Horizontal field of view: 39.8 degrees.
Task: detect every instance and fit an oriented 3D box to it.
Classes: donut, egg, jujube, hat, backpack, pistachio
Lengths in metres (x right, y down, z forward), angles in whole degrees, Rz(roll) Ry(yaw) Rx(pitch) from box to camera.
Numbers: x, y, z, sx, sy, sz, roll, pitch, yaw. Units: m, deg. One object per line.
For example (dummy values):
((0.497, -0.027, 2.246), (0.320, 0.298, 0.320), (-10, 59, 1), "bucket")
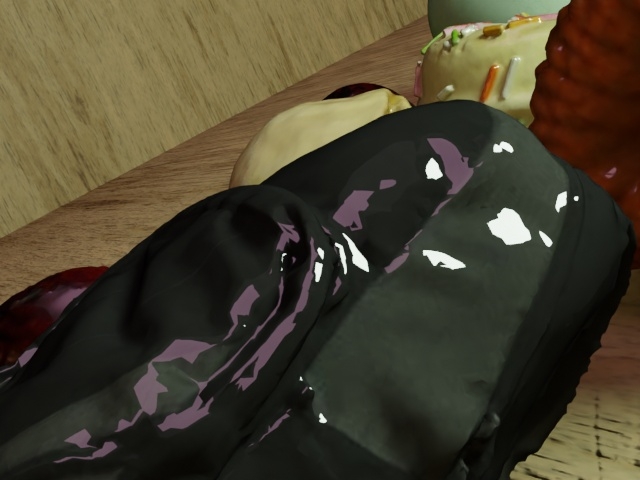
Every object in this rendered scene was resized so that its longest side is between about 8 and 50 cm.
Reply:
((0.279, -0.223, 1.168), (0.307, 0.150, 0.371), (-13, 14, -16), "donut")
((0.329, -0.397, 1.498), (0.276, 0.276, 0.389), (-26, 14, -9), "egg")
((-0.244, 0.110, 0.881), (0.243, 0.183, 0.183), (-12, 20, 34), "jujube")
((0.373, -0.115, 0.692), (0.400, 0.285, 0.285), (-11, 6, -36), "hat")
((-0.018, 0.095, 0.492), (0.446, 0.255, 0.363), (-45, 22, -19), "backpack")
((0.016, -0.014, 0.833), (0.321, 0.229, 0.238), (-65, 0, -49), "pistachio")

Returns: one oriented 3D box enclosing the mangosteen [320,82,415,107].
((0.066, -0.134, 1.251), (0.199, 0.200, 0.200), (-22, 16, 7), "mangosteen")
